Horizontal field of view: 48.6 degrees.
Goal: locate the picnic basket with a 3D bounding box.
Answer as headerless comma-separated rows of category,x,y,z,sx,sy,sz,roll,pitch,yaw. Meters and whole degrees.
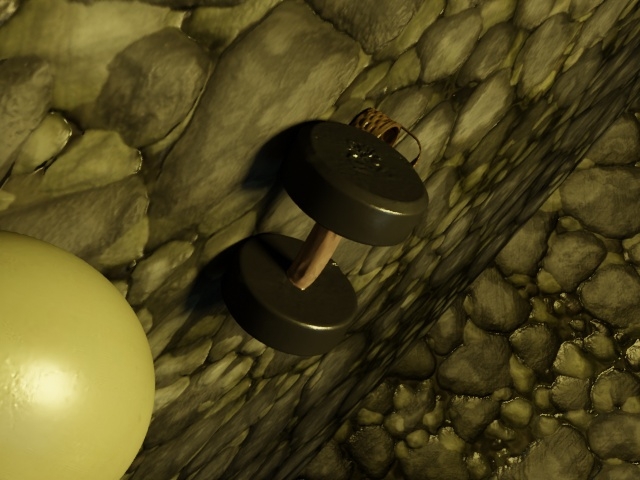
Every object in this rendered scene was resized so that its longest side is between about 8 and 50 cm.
picnic basket,0.073,-0.104,0.813,0.072,0.083,0.072,-41,158,-20

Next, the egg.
egg,-0.205,0.089,0.449,0.186,0.186,0.241,-42,150,-15

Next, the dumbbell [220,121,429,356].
dumbbell,0.000,0.000,0.758,0.152,0.152,0.218,-20,146,-53
